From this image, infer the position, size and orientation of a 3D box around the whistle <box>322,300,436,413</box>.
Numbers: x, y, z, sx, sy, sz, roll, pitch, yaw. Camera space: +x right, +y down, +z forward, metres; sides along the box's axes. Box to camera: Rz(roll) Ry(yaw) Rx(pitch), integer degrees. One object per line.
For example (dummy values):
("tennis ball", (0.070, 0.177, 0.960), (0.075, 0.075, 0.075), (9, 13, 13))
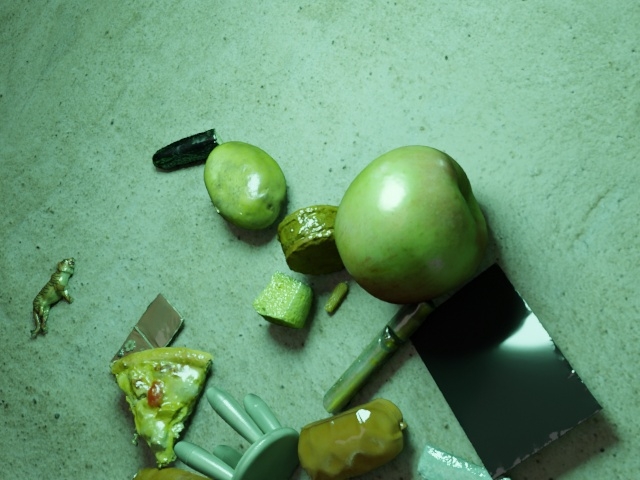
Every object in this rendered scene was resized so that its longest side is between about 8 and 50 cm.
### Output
("whistle", (0.123, 0.245, 1.566), (0.057, 0.068, 0.326), (42, 98, 9))

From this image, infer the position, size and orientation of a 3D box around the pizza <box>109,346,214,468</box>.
("pizza", (-0.372, 0.392, 1.737), (0.280, 0.075, 0.287), (-14, 64, 7))

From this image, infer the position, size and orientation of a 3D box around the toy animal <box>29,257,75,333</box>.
("toy animal", (-0.756, 0.159, 2.061), (0.241, 0.057, 0.099), (-52, 53, 6))

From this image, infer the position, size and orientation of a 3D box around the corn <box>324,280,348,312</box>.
("corn", (0.038, 0.127, 1.668), (0.027, 0.028, 0.083), (35, 96, 26))

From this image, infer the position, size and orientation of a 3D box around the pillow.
("pillow", (-0.444, 0.257, 1.870), (0.126, 0.043, 0.232), (36, 92, 30))

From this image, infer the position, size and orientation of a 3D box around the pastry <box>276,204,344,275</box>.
("pastry", (0.000, 0.000, 1.636), (0.189, 0.189, 0.103), (-24, 60, 19))

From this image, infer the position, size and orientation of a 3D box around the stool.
("stool", (-0.172, 0.444, 1.584), (0.199, 0.195, 0.195), (31, 91, 32))

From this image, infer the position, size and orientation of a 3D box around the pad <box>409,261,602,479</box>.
("pad", (0.347, 0.248, 1.447), (0.247, 0.007, 0.367), (-38, 52, 12))

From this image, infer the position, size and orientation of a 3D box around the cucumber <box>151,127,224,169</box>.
("cucumber", (-0.359, -0.242, 1.962), (0.241, 0.074, 0.074), (-12, 70, 25))

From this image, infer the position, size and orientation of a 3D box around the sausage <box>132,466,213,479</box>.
("sausage", (-0.311, 0.584, 1.670), (0.270, 0.109, 0.109), (4, 77, 29))

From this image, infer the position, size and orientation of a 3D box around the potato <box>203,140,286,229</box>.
("potato", (-0.184, -0.134, 1.792), (0.228, 0.148, 0.197), (25, 74, 30))

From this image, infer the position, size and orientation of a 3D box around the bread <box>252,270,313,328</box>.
("bread", (-0.079, 0.143, 1.676), (0.129, 0.111, 0.114), (23, 82, 33))

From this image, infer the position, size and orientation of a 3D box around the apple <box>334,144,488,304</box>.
("apple", (0.179, -0.025, 1.477), (0.277, 0.319, 0.319), (-26, 65, 22))

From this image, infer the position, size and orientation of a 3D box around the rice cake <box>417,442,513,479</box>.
("rice cake", (0.285, 0.462, 1.415), (0.206, 0.063, 0.069), (18, 78, 31))

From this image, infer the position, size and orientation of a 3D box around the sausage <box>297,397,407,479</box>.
("sausage", (0.067, 0.414, 1.511), (0.241, 0.120, 0.136), (-29, 78, 17))
